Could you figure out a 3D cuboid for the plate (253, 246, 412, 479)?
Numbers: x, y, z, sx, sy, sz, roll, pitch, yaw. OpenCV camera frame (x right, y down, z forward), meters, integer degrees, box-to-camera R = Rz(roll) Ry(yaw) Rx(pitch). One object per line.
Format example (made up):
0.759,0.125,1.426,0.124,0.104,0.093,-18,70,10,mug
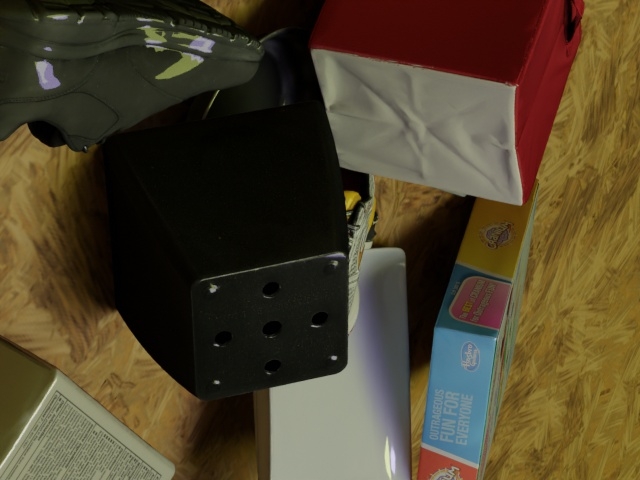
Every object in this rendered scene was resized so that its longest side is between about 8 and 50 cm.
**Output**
0.006,0.145,1.904,0.277,0.045,0.278,0,87,-60,plate

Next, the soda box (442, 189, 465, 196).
0.143,-0.193,1.899,0.098,0.091,0.286,14,100,-61,soda box

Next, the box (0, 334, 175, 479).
-0.239,0.177,1.520,0.149,0.127,0.232,-58,151,-13,box

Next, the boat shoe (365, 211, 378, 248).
0.022,-0.013,1.888,0.125,0.046,0.038,-2,113,-62,boat shoe

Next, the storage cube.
0.112,-0.172,1.704,0.184,0.215,0.193,78,28,-57,storage cube

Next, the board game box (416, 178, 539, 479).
0.169,0.107,2.078,0.316,0.064,0.242,-66,164,-56,board game box

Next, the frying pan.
-0.059,-0.046,1.722,0.197,0.053,0.326,-40,145,-38,frying pan

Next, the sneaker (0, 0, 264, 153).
-0.160,-0.130,1.455,0.286,0.109,0.130,-1,119,-49,sneaker

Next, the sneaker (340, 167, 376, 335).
0.000,0.000,1.763,0.093,0.088,0.225,95,4,-54,sneaker

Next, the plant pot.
-0.061,0.021,1.571,0.188,0.167,0.187,-11,130,-15,plant pot
